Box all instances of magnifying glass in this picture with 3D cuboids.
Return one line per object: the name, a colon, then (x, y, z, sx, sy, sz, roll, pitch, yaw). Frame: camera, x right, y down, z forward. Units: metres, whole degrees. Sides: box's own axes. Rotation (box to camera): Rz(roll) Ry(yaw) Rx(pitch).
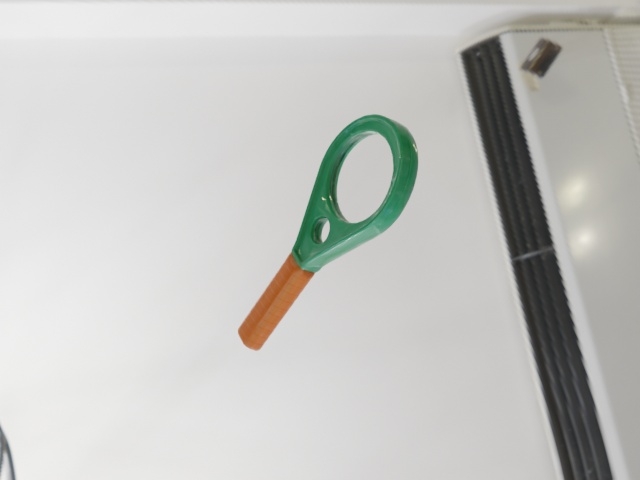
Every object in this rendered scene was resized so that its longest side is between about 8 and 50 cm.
magnifying glass: (0.000, 0.000, 0.683, 0.026, 0.231, 0.092, 15, -149, -41)
